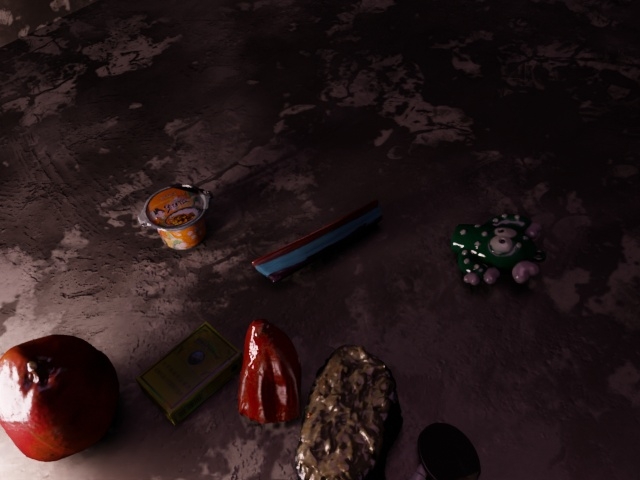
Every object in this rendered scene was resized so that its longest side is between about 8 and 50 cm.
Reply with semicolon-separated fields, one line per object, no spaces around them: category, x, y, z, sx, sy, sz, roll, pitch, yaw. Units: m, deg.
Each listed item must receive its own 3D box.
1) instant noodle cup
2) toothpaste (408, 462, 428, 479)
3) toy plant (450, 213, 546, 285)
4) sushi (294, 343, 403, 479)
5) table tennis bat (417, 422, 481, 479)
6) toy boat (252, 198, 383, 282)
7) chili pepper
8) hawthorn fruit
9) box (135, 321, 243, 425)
instant noodle cup;-0.393;-0.055;1.912;0.208;0.126;0.178;-9;49;-3
toothpaste;0.171;0.542;1.403;0.048;0.031;0.190;26;58;24
toy plant;0.465;0.022;1.779;0.243;0.113;0.233;-5;47;8
sushi;0.060;0.398;1.445;0.210;0.171;0.350;8;49;14
table tennis bat;0.287;0.483;1.435;0.130;0.019;0.220;-12;51;-24
toy boat;0.000;0.000;1.846;0.392;0.136;0.079;-30;84;-20
chili pepper;-0.108;0.285;1.514;0.144;0.253;0.136;27;37;34
hawthorn fruit;-0.580;0.321;1.480;0.265;0.307;0.265;-1;55;1
box;-0.307;0.312;1.625;0.220;0.064;0.141;-37;55;-27
